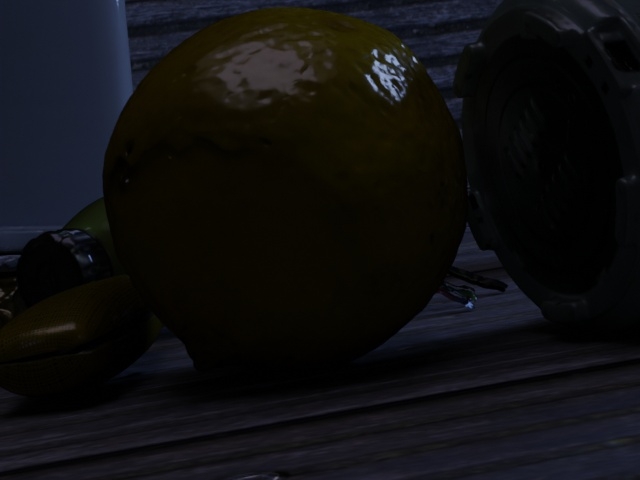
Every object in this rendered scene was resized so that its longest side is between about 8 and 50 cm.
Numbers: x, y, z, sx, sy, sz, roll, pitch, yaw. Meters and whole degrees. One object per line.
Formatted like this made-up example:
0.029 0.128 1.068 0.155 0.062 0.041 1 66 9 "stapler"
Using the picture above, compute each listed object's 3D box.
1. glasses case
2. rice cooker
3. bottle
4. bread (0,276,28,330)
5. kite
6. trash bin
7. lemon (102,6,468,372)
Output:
-0.154 0.061 1.231 0.079 0.064 0.234 -10 5 8 "glasses case"
0.229 -0.066 1.189 0.227 0.241 0.280 -13 -34 -25 "rice cooker"
-0.145 0.013 1.488 0.112 0.112 0.260 -5 5 26 "bottle"
-0.271 0.058 1.478 0.110 0.060 0.066 -6 35 27 "bread"
0.000 0.000 1.423 0.285 0.015 0.152 18 16 13 "kite"
-0.282 -0.127 1.724 0.256 0.368 0.296 -1 2 -22 "trash bin"
-0.020 -0.035 1.182 0.228 0.228 0.253 -6 21 14 "lemon"
